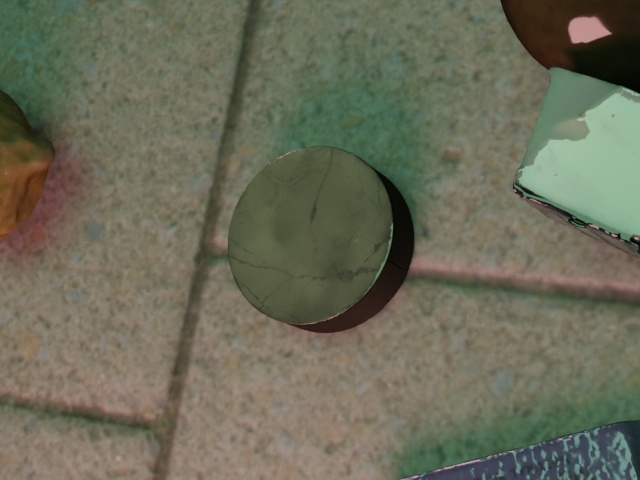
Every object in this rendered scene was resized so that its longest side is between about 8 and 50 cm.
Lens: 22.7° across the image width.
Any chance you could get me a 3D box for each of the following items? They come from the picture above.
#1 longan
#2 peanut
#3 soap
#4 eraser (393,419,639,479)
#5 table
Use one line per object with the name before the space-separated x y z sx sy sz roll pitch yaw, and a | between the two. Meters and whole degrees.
longan | 0.199 -0.185 1.058 0.167 0.167 0.187 -34 40 15
peanut | -0.349 -0.086 1.311 0.291 0.143 0.159 32 92 27
soap | 0.241 -0.017 0.998 0.230 0.145 0.091 24 89 30
eraser | 0.130 0.183 1.064 0.225 0.036 0.082 -18 68 22
table | 0.000 0.000 1.171 0.133 0.043 0.133 -7 74 25
